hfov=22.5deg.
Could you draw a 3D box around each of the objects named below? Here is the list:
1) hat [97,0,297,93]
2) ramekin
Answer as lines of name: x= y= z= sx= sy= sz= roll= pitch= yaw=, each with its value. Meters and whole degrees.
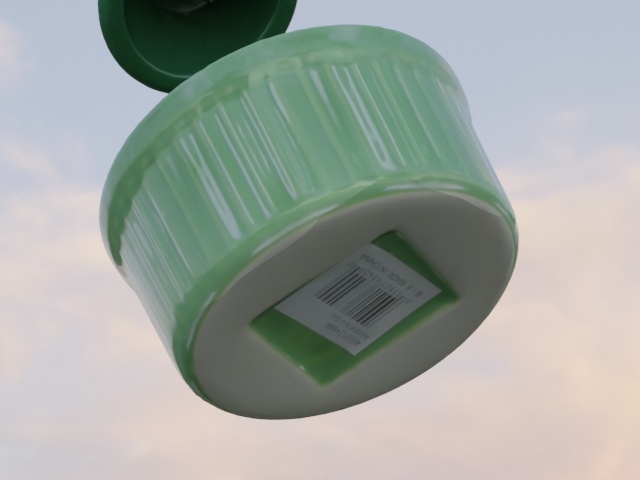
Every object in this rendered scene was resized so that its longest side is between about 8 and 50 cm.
hat: x=-0.125 y=-0.247 z=1.418 sx=0.208 sy=0.183 sz=0.173 roll=-35 pitch=-56 yaw=-8
ramekin: x=0.000 y=0.000 z=1.207 sx=0.303 sy=0.148 sz=0.303 roll=-17 pitch=-37 yaw=-13
